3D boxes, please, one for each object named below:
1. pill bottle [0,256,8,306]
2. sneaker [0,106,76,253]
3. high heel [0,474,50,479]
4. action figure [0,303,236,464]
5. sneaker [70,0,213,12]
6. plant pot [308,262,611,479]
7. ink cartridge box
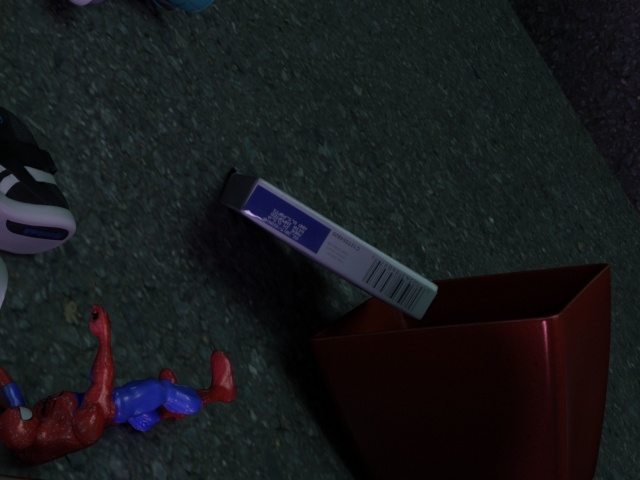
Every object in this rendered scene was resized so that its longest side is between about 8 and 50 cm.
[{"bbox_3d":[-0.374,-0.039,0.898,0.361,0.204,0.204,47,28,-27],"label":"pill bottle"},{"bbox_3d":[-0.294,-0.062,1.235,0.217,0.079,0.121,24,39,-64],"label":"sneaker"},{"bbox_3d":[-0.245,0.245,0.998,0.377,0.127,0.181,20,74,-60],"label":"high heel"},{"bbox_3d":[-0.184,0.102,1.236,0.280,0.091,0.139,-13,81,-65],"label":"action figure"},{"bbox_3d":[-0.186,-0.306,1.650,0.178,0.124,0.295,36,31,-24],"label":"sneaker"},{"bbox_3d":[0.174,0.176,1.629,0.267,0.267,0.235,-25,106,-65],"label":"plant pot"},{"bbox_3d":[0.000,0.000,1.613,0.223,0.045,0.224,31,0,-11],"label":"ink cartridge box"}]
